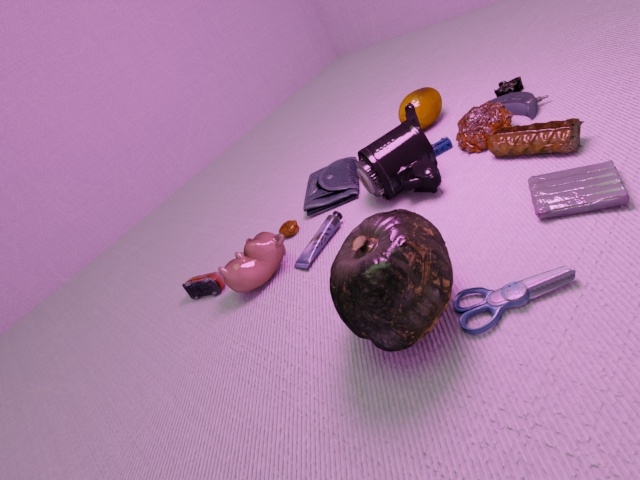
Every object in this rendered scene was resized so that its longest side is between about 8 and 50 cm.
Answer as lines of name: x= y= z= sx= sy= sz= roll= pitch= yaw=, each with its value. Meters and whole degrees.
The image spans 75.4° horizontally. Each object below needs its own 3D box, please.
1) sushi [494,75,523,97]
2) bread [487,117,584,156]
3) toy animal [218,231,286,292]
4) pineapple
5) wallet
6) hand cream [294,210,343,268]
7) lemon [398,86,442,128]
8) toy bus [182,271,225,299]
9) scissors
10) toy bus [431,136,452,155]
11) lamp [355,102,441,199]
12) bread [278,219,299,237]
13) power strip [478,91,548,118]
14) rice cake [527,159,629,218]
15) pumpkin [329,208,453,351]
sushi: x=0.735 y=-0.591 z=1.629 sx=0.084 sy=0.056 sz=0.083 roll=13 pitch=60 yaw=50
bread: x=0.641 y=-0.308 z=1.261 sx=0.087 sy=0.098 sz=0.269 roll=-1 pitch=5 yaw=-40
toy animal: x=-0.226 y=0.075 z=1.445 sx=0.250 sy=0.154 sz=0.166 roll=-46 pitch=10 yaw=-12
pineapple: x=0.560 y=-0.404 z=1.442 sx=0.224 sy=0.076 sz=0.225 roll=-26 pitch=46 yaw=30
wallet: x=0.048 y=-0.246 z=1.751 sx=0.237 sy=0.075 sz=0.342 roll=-19 pitch=32 yaw=17
hand cream: x=0.000 y=0.000 z=1.456 sx=0.088 sy=0.055 sz=0.256 roll=2 pitch=51 yaw=51
lemon: x=0.426 y=-0.558 z=1.763 sx=0.207 sy=0.170 sz=0.170 roll=-41 pitch=30 yaw=-27
toy bus: x=-0.440 y=0.169 z=1.591 sx=0.174 sy=0.079 sz=0.077 roll=-14 pitch=25 yaw=29
scissors: x=0.416 y=0.117 z=0.894 sx=0.255 sy=0.030 sz=0.125 roll=-26 pitch=29 yaw=17
toy bus: x=0.449 y=-0.350 z=1.554 sx=0.083 sy=0.038 sz=0.046 roll=-29 pitch=33 yaw=6
lamp: x=0.257 y=-0.283 z=1.462 sx=0.271 sy=0.205 sz=0.374 roll=-19 pitch=43 yaw=14
bread: x=-0.122 y=-0.046 z=1.636 sx=0.081 sy=0.046 sz=0.083 roll=-45 pitch=33 yaw=-16
power strip: x=0.686 y=-0.481 z=1.509 sx=0.253 sy=0.054 sz=0.168 roll=-3 pitch=42 yaw=42
rice cake: x=0.638 y=-0.127 z=1.041 sx=0.198 sy=0.037 sz=0.189 roll=-14 pitch=34 yaw=30
pumpkin: x=0.164 y=0.083 z=0.947 sx=0.291 sy=0.257 sz=0.328 roll=-39 pitch=22 yaw=14
